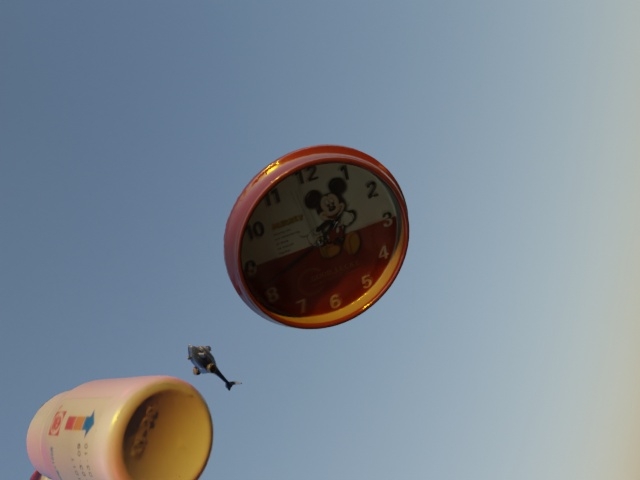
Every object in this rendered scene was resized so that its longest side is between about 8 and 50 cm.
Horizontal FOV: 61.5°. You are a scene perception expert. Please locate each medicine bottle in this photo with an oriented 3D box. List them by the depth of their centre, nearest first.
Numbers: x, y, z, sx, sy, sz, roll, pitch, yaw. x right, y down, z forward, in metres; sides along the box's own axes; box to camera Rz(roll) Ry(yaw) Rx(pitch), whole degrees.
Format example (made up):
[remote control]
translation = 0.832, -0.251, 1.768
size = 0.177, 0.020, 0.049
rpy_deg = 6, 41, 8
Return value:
[medicine bottle]
translation = -0.269, 0.256, 0.701
size = 0.152, 0.255, 0.151
rpy_deg = 19, -116, -43

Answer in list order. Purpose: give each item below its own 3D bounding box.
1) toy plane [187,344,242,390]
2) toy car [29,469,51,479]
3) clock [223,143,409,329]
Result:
[toy plane]
translation = -0.238, 0.281, 1.193
size = 0.167, 0.054, 0.062
rpy_deg = 55, -144, -30
[toy car]
translation = -0.496, 0.470, 1.022
size = 0.112, 0.139, 0.112
rpy_deg = 35, -77, -14
[clock]
translation = 0.000, 0.000, 0.876
size = 0.319, 0.080, 0.318
rpy_deg = -8, -66, -18
